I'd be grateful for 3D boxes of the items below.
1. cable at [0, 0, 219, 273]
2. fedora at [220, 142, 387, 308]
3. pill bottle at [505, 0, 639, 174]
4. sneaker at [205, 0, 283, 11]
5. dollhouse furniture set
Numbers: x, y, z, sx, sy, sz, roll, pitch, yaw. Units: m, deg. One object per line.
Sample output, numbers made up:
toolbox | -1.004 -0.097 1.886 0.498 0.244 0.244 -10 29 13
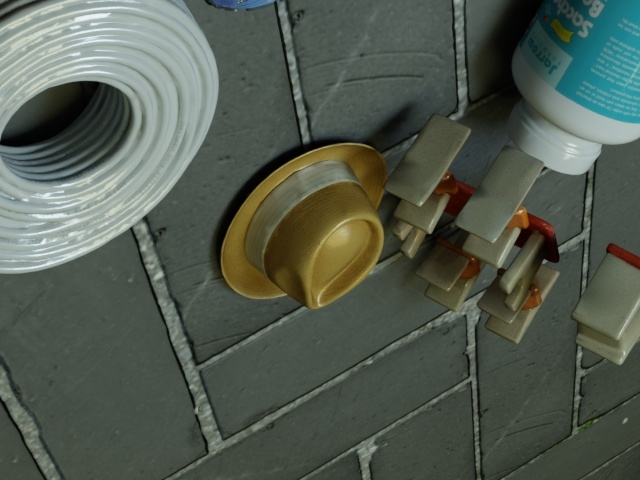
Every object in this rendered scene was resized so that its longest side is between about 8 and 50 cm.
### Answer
cable | -0.197 -0.094 1.028 0.257 0.089 0.257 -26 145 -18
fedora | 0.000 0.000 1.335 0.194 0.079 0.194 -25 145 -19
pill bottle | 0.268 -0.189 1.300 0.146 0.146 0.264 -4 133 -41
sneaker | -0.020 -0.261 1.018 0.221 0.083 0.087 -53 138 6
dollhouse furniture set | 0.206 -0.002 1.376 0.135 0.259 0.262 -56 156 -14
